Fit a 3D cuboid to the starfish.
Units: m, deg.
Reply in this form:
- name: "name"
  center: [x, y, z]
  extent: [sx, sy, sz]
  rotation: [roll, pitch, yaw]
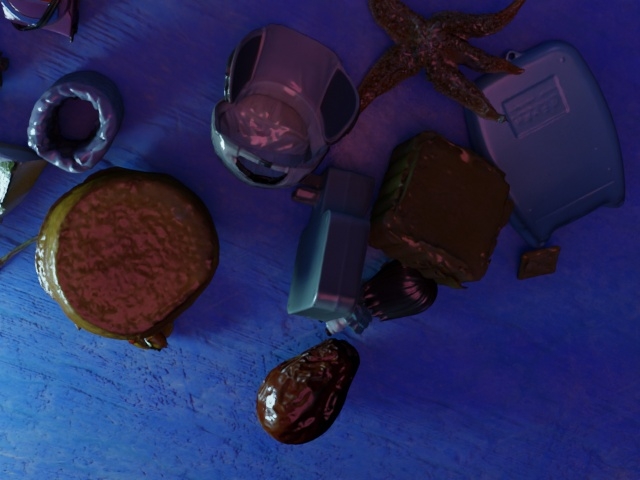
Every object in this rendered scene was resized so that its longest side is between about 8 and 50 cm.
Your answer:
- name: "starfish"
  center: [0.206, -0.299, 1.068]
  extent: [0.293, 0.084, 0.302]
  rotation: [10, 108, -1]

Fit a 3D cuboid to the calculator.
- name: "calculator"
  center: [0.421, -0.177, 1.181]
  extent: [0.256, 0.054, 0.386]
  rotation: [-28, 110, 7]

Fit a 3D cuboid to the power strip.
- name: "power strip"
  center: [0.000, 0.000, 1.120]
  extent: [0.141, 0.229, 0.261]
  rotation: [13, 77, -11]

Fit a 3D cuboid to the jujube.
- name: "jujube"
  center: [-0.021, 0.297, 1.278]
  extent: [0.168, 0.168, 0.236]
  rotation: [41, 97, -21]

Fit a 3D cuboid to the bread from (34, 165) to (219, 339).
- name: "bread"
  center: [-0.318, 0.018, 1.081]
  extent: [0.311, 0.172, 0.313]
  rotation: [0, 90, -20]

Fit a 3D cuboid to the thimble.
- name: "thimble"
  center: [-0.397, -0.196, 1.038]
  extent: [0.127, 0.118, 0.151]
  rotation: [28, 107, -20]

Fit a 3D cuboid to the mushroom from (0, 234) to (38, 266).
- name: "mushroom"
  center: [-0.583, 0.040, 1.172]
  extent: [0.286, 0.028, 0.026]
  rotation: [-25, 156, 5]

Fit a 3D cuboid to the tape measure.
- name: "tape measure"
  center: [-0.433, -0.380, 0.979]
  extent: [0.118, 0.074, 0.125]
  rotation: [12, 116, -14]

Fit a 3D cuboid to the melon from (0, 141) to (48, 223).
- name: "melon"
  center: [-0.541, -0.118, 1.084]
  extent: [0.140, 0.093, 0.202]
  rotation: [52, 131, 4]

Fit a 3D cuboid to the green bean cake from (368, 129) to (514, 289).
- name: "green bean cake"
  center: [0.208, -0.050, 1.131]
  extent: [0.224, 0.131, 0.230]
  rotation: [28, 72, -17]

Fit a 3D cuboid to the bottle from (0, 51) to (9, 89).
- name: "bottle"
  center: [-0.573, -0.259, 1.003]
  extent: [0.152, 0.099, 0.099]
  rotation: [-5, 114, -9]

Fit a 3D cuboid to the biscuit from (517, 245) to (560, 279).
- name: "biscuit"
  center: [0.439, 0.046, 1.281]
  extent: [0.081, 0.018, 0.083]
  rotation: [-12, 139, -2]

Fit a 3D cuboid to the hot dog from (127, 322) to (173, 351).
- name: "hot dog"
  center: [-0.372, 0.122, 1.202]
  extent: [0.104, 0.076, 0.250]
  rotation: [-34, 111, 7]

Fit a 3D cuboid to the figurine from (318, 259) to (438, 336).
- name: "figurine"
  center: [0.107, 0.103, 1.235]
  extent: [0.245, 0.110, 0.138]
  rotation: [-24, 113, 12]

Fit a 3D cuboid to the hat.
- name: "hat"
  center: [-0.072, -0.220, 1.057]
  extent: [0.231, 0.161, 0.275]
  rotation: [18, 87, -26]
